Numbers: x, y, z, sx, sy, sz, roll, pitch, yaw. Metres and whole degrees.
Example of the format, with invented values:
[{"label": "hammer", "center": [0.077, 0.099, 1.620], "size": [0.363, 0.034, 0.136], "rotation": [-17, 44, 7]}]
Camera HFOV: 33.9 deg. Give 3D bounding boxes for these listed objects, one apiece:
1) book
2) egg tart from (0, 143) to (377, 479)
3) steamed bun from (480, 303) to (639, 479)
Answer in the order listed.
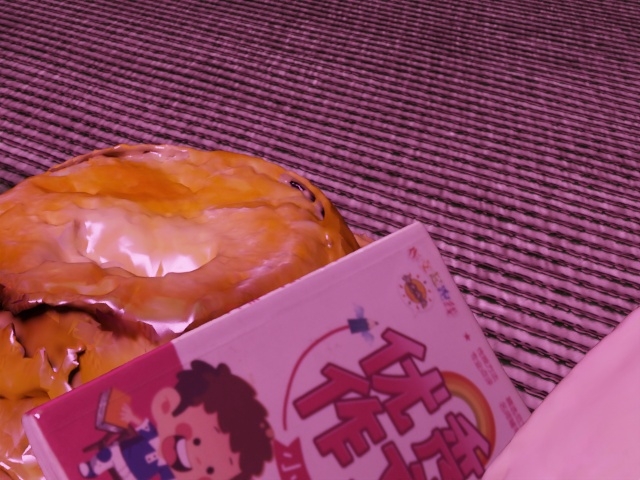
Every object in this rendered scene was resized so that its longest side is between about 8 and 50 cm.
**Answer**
[{"label": "book", "center": [0.007, 0.098, 0.454], "size": [0.232, 0.162, 0.022], "rotation": [-25, -5, -41]}, {"label": "egg tart", "center": [-0.081, 0.039, 0.568], "size": [0.341, 0.129, 0.341], "rotation": [3, 27, -2]}, {"label": "steamed bun", "center": [0.164, 0.126, 0.369], "size": [0.170, 0.200, 0.225], "rotation": [37, 16, -21]}]
